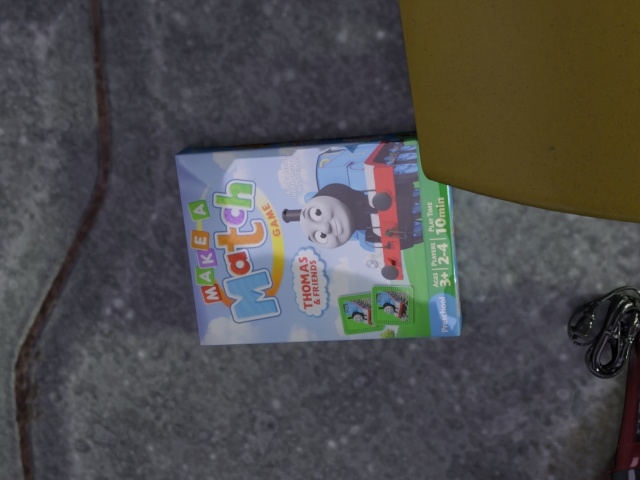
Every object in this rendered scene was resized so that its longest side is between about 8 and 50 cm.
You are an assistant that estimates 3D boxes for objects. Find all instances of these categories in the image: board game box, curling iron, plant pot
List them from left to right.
[{"bbox_3d":[0.000,0.000,0.920,0.211,0.039,0.160,-3,104,12],"label":"board game box"},{"bbox_3d":[0.166,-0.130,0.779,0.187,0.212,0.212,-2,105,24],"label":"plant pot"},{"bbox_3d":[0.227,0.171,0.901,0.068,0.035,0.274,-2,93,1],"label":"curling iron"}]
